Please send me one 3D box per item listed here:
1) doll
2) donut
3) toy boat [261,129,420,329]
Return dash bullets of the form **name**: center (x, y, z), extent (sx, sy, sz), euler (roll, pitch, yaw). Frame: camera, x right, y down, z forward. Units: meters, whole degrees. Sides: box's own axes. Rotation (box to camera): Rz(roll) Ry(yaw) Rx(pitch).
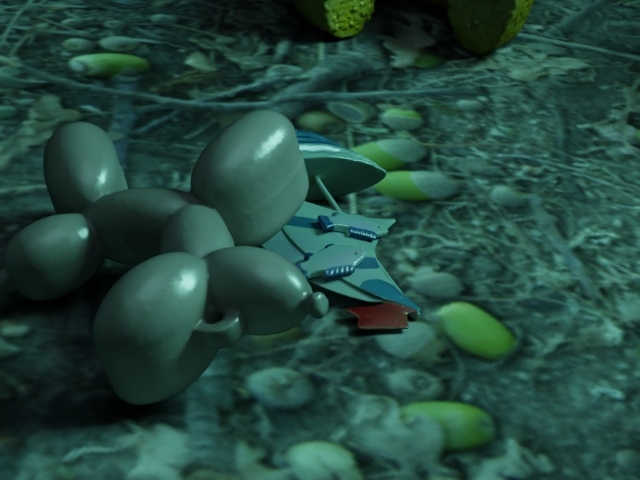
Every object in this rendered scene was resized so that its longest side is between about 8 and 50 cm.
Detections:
- **doll**: center (-0.067, 0.004, 0.645), extent (0.161, 0.059, 0.160), euler (-1, 38, 16)
- **donut**: center (0.062, -0.181, 0.993), extent (0.181, 0.078, 0.146), euler (0, 30, -1)
- **toy boat**: center (-0.011, -0.004, 0.726), extent (0.105, 0.034, 0.149), euler (5, 43, -11)
